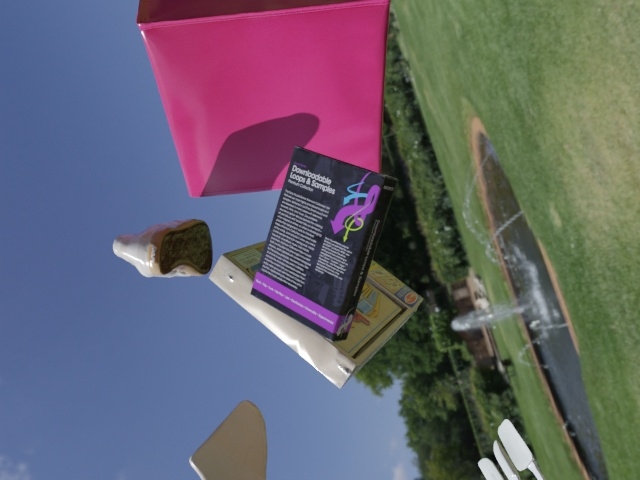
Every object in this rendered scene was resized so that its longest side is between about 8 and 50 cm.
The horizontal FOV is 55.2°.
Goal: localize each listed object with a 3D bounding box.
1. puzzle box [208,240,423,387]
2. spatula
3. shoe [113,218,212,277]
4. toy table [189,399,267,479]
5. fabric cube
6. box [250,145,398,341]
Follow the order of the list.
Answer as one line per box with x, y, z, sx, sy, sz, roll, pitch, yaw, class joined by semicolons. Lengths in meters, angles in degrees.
0.018;0.089;1.093;0.272;0.052;0.409;38;-159;13;puzzle box
0.361;0.450;1.055;0.242;0.019;0.168;-118;33;-42;spatula
-0.188;0.009;0.771;0.219;0.058;0.076;12;-101;-82;shoe
-0.084;0.264;0.459;0.161;0.252;0.274;38;142;12;toy table
-0.062;-0.241;0.756;0.258;0.254;0.259;84;179;-53;fabric cube
0.000;0.000;0.594;0.029;0.116;0.162;4;-73;-51;box
